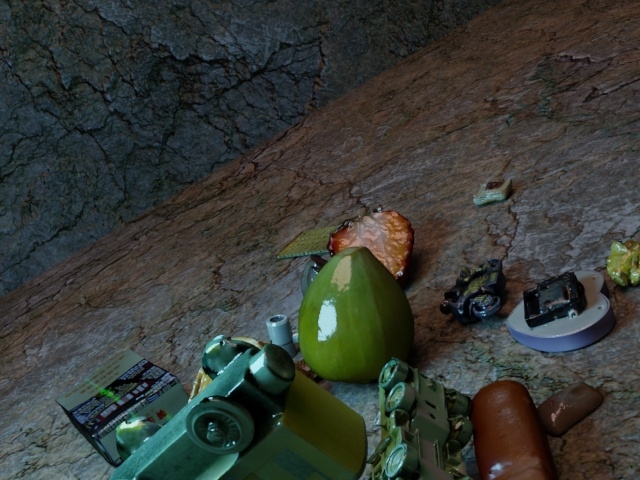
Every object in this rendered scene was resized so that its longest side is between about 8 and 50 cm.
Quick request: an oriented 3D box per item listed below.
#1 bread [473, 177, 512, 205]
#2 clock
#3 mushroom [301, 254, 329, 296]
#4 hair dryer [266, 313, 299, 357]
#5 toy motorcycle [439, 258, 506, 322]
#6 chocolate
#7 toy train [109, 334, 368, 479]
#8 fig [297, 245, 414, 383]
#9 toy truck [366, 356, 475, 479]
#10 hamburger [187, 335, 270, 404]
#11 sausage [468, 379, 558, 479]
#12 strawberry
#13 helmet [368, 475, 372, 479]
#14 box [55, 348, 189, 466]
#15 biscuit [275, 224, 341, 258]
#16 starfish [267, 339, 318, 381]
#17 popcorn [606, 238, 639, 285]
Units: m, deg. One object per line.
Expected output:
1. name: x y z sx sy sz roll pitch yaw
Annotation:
1. bread: 0.386 -0.109 2.154 0.083 0.035 0.070 -7 29 38
2. clock: 0.382 0.108 1.563 0.172 0.064 0.198 -19 20 19
3. mushroom: 0.037 0.118 1.880 0.141 0.117 0.188 -2 28 -46
4. hair dryer: -0.034 0.184 1.910 0.137 0.082 0.047 -10 20 1
5. toy motorcycle: 0.274 0.096 1.741 0.124 0.061 0.193 -22 21 21
6. chocolate: 0.347 0.229 1.348 0.100 0.031 0.064 -30 24 -13
7. toy train: -0.131 0.309 1.316 0.397 0.253 0.160 -43 19 25
8. fig: 0.060 0.135 1.684 0.207 0.230 0.207 -6 -18 -2
9. toy truck: 0.121 0.278 1.251 0.135 0.128 0.259 -54 15 20
10. hamburger: -0.139 0.268 1.671 0.213 0.108 0.214 -25 49 32
11. sausage: 0.251 0.290 1.227 0.097 0.094 0.348 -34 18 16
12. strawberry: 0.119 0.046 2.031 0.190 0.111 0.237 -17 43 -1
13. helmet: 0.108 0.356 1.294 0.089 0.057 0.111 -24 22 -1
14. box: -0.410 0.337 1.985 0.198 0.084 0.310 -35 20 -22
15. biscuit: 0.000 0.000 2.409 0.231 0.016 0.139 -9 26 43
16. starfish: -0.049 0.227 1.806 0.146 0.074 0.190 -11 23 40
17. popcorn: 0.513 0.039 1.588 0.084 0.084 0.084 -24 19 9
